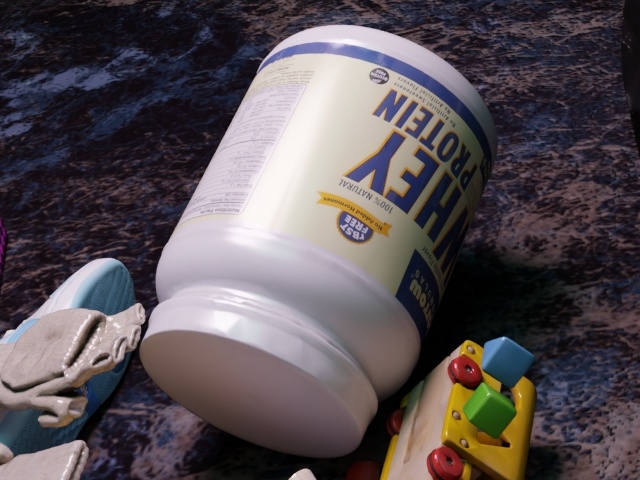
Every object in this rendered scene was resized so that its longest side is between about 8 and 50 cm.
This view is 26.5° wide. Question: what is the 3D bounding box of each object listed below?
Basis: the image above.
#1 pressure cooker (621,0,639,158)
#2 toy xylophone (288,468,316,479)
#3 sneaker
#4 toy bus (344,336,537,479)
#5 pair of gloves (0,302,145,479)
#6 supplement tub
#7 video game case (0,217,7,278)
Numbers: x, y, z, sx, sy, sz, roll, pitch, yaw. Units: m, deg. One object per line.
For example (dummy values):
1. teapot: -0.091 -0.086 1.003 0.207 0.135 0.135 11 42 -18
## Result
1. pressure cooker: 0.487 -0.115 1.078 0.420 0.369 0.375 -14 30 1
2. toy xylophone: -0.037 0.280 0.872 0.236 0.081 0.322 -18 52 -36
3. sneaker: -0.314 0.126 1.278 0.208 0.127 0.319 1 36 21
4. toy bus: 0.108 0.179 1.046 0.202 0.104 0.191 -57 11 -5
5. pair of gloves: -0.240 0.157 1.072 0.204 0.042 0.240 -24 35 28
6. supplement tub: 0.000 0.000 1.188 0.235 0.235 0.324 6 56 29
7. video game case: -0.458 0.067 1.495 0.210 0.041 0.232 -15 34 2
